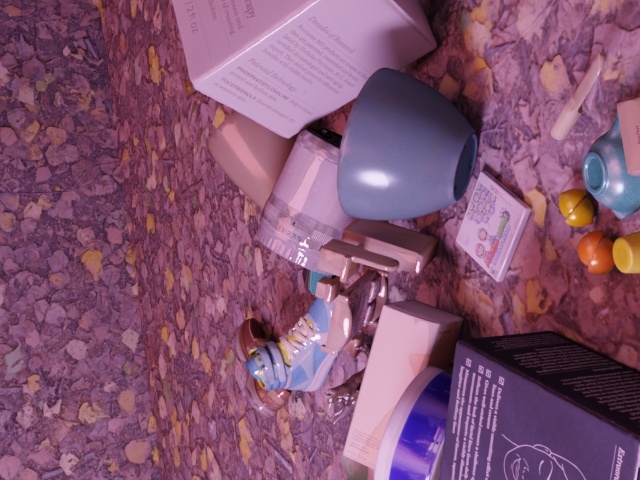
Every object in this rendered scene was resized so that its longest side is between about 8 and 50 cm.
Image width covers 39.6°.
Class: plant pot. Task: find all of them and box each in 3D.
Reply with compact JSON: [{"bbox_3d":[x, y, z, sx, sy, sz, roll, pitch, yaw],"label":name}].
[{"bbox_3d":[-0.100,-0.173,2.176,0.274,0.257,0.256,58,142,17],"label":"plant pot"},{"bbox_3d":[0.180,-0.161,1.665,0.195,0.290,0.290,16,110,21],"label":"plant pot"}]

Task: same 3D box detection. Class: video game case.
[{"bbox_3d":[0.316,-0.027,1.643,0.143,0.019,0.157,51,135,47],"label":"video game case"}]

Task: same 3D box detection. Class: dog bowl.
[{"bbox_3d":[0.206,0.369,1.611,0.104,0.265,0.264,19,112,28],"label":"dog bowl"}]

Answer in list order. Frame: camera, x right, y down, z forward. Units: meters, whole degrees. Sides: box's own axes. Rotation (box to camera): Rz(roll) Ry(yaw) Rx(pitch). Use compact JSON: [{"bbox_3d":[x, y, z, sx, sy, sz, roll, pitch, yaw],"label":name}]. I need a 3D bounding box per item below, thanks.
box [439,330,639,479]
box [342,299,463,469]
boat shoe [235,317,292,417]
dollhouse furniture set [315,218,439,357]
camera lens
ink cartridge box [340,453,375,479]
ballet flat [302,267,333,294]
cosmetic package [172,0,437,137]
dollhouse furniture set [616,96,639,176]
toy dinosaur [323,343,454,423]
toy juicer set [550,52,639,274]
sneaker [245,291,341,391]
[{"bbox_3d":[0.387,0.340,1.352,0.395,0.212,0.293,27,115,58],"label":"box"},{"bbox_3d":[0.160,0.280,1.718,0.121,0.148,0.311,19,100,28],"label":"box"},{"bbox_3d":[-0.142,0.329,2.411,0.116,0.123,0.324,-38,43,16],"label":"boat shoe"},{"bbox_3d":[0.108,0.151,1.827,0.174,0.303,0.355,18,114,19],"label":"dollhouse furniture set"},{"bbox_3d":[0.007,-0.090,1.925,0.219,0.219,0.274,39,106,53],"label":"camera lens"},{"bbox_3d":[0.137,0.515,1.972,0.224,0.056,0.181,-58,44,47],"label":"ink cartridge box"},{"bbox_3d":[0.000,0.000,2.136,0.096,0.095,0.280,-119,38,-53],"label":"ballet flat"},{"bbox_3d":[-0.043,-0.475,1.788,0.394,0.327,0.329,-29,62,24],"label":"cosmetic package"},{"bbox_3d":[0.541,-0.154,1.163,0.242,0.161,0.212,-12,82,38],"label":"dollhouse furniture set"},{"bbox_3d":[0.162,0.290,1.869,0.314,0.121,0.160,-8,88,29],"label":"toy dinosaur"},{"bbox_3d":[0.441,-0.102,1.370,0.209,0.090,0.328,143,117,-77],"label":"toy juicer set"},{"bbox_3d":[-0.065,0.252,2.149,0.127,0.208,0.319,55,137,45],"label":"sneaker"}]
